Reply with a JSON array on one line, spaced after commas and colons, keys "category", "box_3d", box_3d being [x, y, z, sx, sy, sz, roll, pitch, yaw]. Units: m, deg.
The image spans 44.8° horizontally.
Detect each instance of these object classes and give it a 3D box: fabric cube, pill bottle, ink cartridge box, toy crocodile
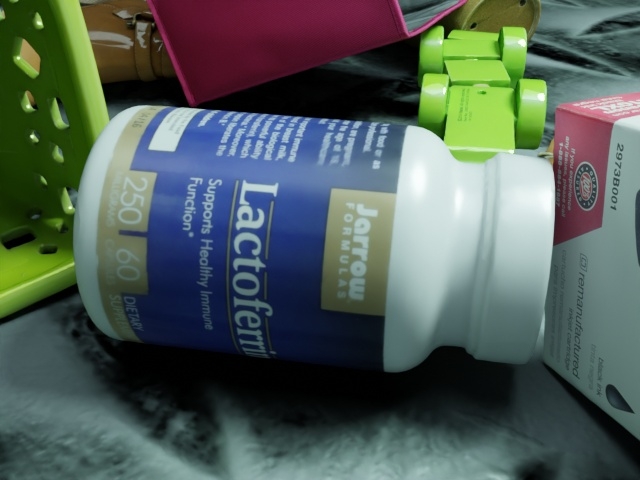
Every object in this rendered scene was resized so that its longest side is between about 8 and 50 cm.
[{"category": "fabric cube", "box_3d": [-0.021, -0.320, 0.830, 0.258, 0.254, 0.259, -13, 18, 30]}, {"category": "pill bottle", "box_3d": [0.000, 0.000, 0.483, 0.265, 0.153, 0.153, 5, 31, 8]}, {"category": "ink cartridge box", "box_3d": [0.218, 0.030, 0.380, 0.100, 0.171, 0.237, -9, 21, -15]}, {"category": "toy crocodile", "box_3d": [0.156, -0.140, 0.788, 0.115, 0.105, 0.340, 2, 35, 6]}]

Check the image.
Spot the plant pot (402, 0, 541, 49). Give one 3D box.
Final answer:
[{"category": "plant pot", "box_3d": [0.166, -0.342, 1.018, 0.237, 0.237, 0.254, -13, 47, -21]}]

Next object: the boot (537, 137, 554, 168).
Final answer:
[{"category": "boot", "box_3d": [0.284, -0.051, 0.574, 0.281, 0.096, 0.264, 6, 23, 25]}]

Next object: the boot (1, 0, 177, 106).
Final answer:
[{"category": "boot", "box_3d": [-0.234, -0.205, 0.894, 0.220, 0.109, 0.283, 13, 29, 7]}]

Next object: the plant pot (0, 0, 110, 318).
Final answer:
[{"category": "plant pot", "box_3d": [-0.299, -0.072, 0.543, 0.228, 0.227, 0.207, -27, 34, -37]}]
